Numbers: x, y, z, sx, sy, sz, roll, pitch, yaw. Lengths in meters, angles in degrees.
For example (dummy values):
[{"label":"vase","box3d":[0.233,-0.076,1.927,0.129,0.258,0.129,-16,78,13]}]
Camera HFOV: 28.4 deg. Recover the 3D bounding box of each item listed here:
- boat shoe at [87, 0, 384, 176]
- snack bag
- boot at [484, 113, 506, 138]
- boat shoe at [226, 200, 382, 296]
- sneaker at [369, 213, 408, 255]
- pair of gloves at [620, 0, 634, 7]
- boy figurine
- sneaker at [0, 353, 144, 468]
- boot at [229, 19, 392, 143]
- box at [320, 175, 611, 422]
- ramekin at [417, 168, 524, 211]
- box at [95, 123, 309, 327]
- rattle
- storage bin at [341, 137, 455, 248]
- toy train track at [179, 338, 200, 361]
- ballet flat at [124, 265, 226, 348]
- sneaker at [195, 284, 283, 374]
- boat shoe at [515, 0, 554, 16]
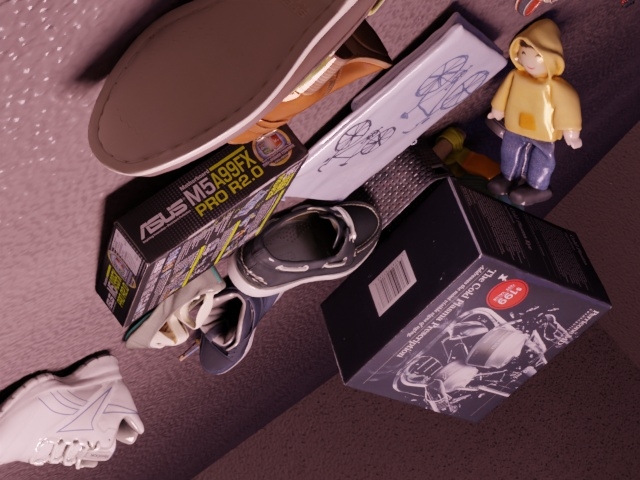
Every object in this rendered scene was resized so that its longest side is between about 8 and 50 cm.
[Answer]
[{"label":"boat shoe","box3d":[-0.049,-0.165,1.029,0.324,0.116,0.097,-45,166,-3]},{"label":"snack bag","box3d":[0.093,-0.164,1.712,0.342,0.037,0.323,-40,169,15]},{"label":"boot","box3d":[0.355,-0.234,2.268,0.086,0.069,0.190,-52,173,22]},{"label":"boat shoe","box3d":[0.000,0.000,1.841,0.302,0.114,0.091,-28,168,-45]},{"label":"sneaker","box3d":[0.132,0.019,2.368,0.110,0.118,0.292,-43,168,22]},{"label":"pair of gloves","box3d":[0.575,-0.448,2.272,0.083,0.010,0.074,-44,169,24]},{"label":"boy figurine","box3d":[0.335,-0.198,1.961,0.092,0.177,0.285,-21,129,-36]},{"label":"sneaker","box3d":[-0.332,0.239,1.644,0.111,0.129,0.297,-44,167,30]},{"label":"boot","box3d":[-0.018,-0.163,1.286,0.152,0.073,0.197,-37,173,26]},{"label":"box","box3d":[0.235,0.108,2.081,0.312,0.179,0.343,19,127,-36]},{"label":"ramekin","box3d":[0.273,0.008,2.370,0.303,0.148,0.303,8,90,-69]},{"label":"box","box3d":[-0.138,-0.015,1.403,0.216,0.060,0.270,-37,174,-21]},{"label":"rattle","box3d":[0.204,-0.085,2.145,0.200,0.142,0.130,-52,-169,15]},{"label":"storage bin","box3d":[0.113,-0.072,2.019,0.180,0.084,0.122,-44,169,22]},{"label":"toy train track","box3d":[-0.207,0.174,2.116,0.083,0.014,0.048,-38,178,20]},{"label":"ballet flat","box3d":[-0.198,0.105,1.717,0.072,0.068,0.213,-26,163,-51]},{"label":"sneaker","box3d":[-0.152,0.143,1.936,0.226,0.086,0.163,-58,173,29]},{"label":"boat shoe","box3d":[0.312,-0.345,1.706,0.049,0.043,0.137,-33,169,-41]}]
